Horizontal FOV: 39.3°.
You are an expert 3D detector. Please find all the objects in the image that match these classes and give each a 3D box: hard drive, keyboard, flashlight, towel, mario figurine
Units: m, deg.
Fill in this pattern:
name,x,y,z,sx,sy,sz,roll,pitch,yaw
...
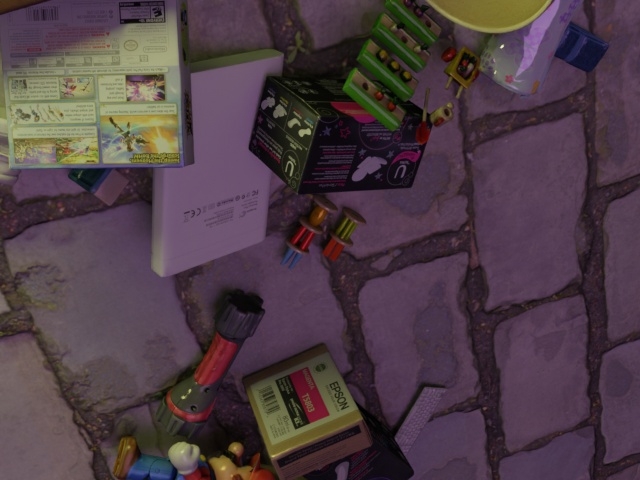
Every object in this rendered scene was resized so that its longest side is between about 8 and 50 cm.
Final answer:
name,x,y,z,sx,sy,sz,roll,pitch,yaw
hard drive,-0.174,-0.129,1.487,0.233,0.047,0.353,-21,131,-40
keyboard,0.205,0.435,2.056,0.072,0.014,0.256,7,119,-41
flashlight,-0.214,0.240,1.728,0.103,0.103,0.304,20,113,-22
towel,0.471,-0.357,1.650,0.119,0.029,0.067,18,114,-29
mario figurine,-0.244,0.441,1.804,0.320,0.198,0.170,17,111,-14

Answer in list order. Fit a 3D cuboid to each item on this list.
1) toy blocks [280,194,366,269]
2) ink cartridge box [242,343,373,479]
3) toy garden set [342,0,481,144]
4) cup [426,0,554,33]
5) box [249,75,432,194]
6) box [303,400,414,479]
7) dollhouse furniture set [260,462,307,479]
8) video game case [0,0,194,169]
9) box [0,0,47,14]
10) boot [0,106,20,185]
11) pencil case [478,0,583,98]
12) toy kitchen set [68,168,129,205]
name,x,y,z,sx,sy,sz,roll,pitch,yaw
toy blocks,0.000,0.000,1.683,0.123,0.054,0.148,23,111,-30
ink cartridge box,-0.031,0.337,1.774,0.193,0.235,0.088,-24,127,-6
toy garden set,0.164,-0.273,1.448,0.204,0.244,0.049,37,146,-20
cup,0.287,-0.512,1.337,0.237,0.331,0.331,-39,131,-27
box,0.033,-0.175,1.486,0.247,0.163,0.142,-5,124,-37
box,0.049,0.447,1.931,0.165,0.143,0.270,-41,127,5
dollhouse furniture set,-0.105,0.623,1.948,0.161,0.212,0.242,18,94,-30
video game case,-0.323,-0.227,1.301,0.269,0.061,0.244,0,99,8
box,-0.370,-0.425,1.170,0.381,0.143,0.191,-13,126,7
boot,-0.566,-0.154,1.343,0.258,0.095,0.123,14,108,-29
pencil case,0.379,-0.386,1.543,0.124,0.113,0.273,24,113,-8
toy kitchen set,-0.350,-0.194,1.412,0.166,0.122,0.207,41,81,-35
